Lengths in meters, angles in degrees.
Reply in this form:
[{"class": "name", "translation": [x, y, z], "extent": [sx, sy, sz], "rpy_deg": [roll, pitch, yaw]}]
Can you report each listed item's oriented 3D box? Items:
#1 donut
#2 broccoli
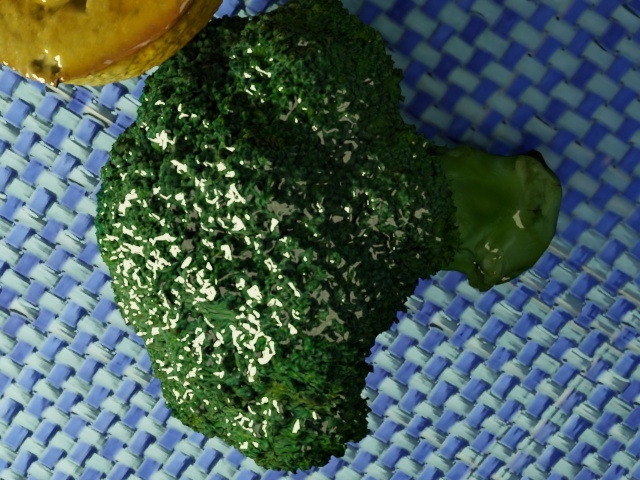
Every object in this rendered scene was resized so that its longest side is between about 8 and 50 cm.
[{"class": "donut", "translation": [-0.127, -0.170, 1.202], "extent": [0.178, 0.162, 0.065], "rpy_deg": [-18, 158, 17]}, {"class": "broccoli", "translation": [0.000, 0.000, 1.235], "extent": [0.297, 0.297, 0.298], "rpy_deg": [5, 118, -30]}]
